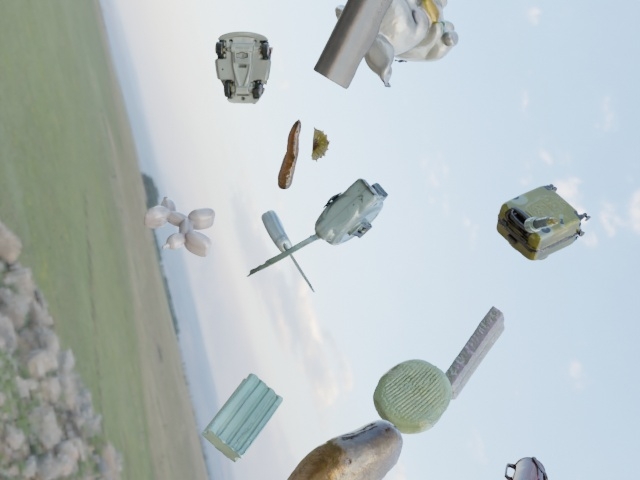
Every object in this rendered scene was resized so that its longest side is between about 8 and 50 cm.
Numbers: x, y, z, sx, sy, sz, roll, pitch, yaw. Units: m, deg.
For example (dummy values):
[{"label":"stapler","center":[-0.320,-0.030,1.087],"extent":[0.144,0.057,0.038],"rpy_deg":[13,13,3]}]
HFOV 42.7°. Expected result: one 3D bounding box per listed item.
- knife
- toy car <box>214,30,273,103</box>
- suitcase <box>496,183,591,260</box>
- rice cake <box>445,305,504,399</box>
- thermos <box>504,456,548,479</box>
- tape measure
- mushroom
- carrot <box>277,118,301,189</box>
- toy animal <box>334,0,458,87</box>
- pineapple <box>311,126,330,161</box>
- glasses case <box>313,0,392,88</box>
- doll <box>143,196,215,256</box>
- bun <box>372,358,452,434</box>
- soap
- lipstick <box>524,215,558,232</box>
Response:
[{"label":"knife","center":[-0.069,0.037,1.937],"extent":[0.331,0.044,0.080],"rpy_deg":[57,-7,47]},{"label":"toy car","center":[-0.148,-0.344,1.636],"extent":[0.112,0.112,0.139],"rpy_deg":[-60,152,-78]},{"label":"suitcase","center":[0.667,-0.048,2.490],"extent":[0.194,0.235,0.143],"rpy_deg":[51,-27,36]},{"label":"rice cake","center":[0.455,0.339,2.436],"extent":[0.050,0.298,0.106],"rpy_deg":[27,-23,31]},{"label":"thermos","center":[0.577,0.673,2.298],"extent":[0.232,0.124,0.099],"rpy_deg":[-32,135,-67]},{"label":"tape measure","center":[0.000,0.001,1.679],"extent":[0.084,0.330,0.164],"rpy_deg":[54,18,18]},{"label":"mushroom","center":[0.042,0.321,1.184],"extent":[0.072,0.210,0.094],"rpy_deg":[34,-47,48]},{"label":"carrot","center":[-0.065,-0.188,1.805],"extent":[0.035,0.036,0.165],"rpy_deg":[-122,-137,-60]},{"label":"toy animal","center":[0.149,-0.417,1.604],"extent":[0.154,0.325,0.208],"rpy_deg":[-24,-75,45]},{"label":"pineapple","center":[0.000,-0.232,1.991],"extent":[0.019,0.045,0.083],"rpy_deg":[-78,176,-74]},{"label":"glasses case","center":[0.061,-0.361,1.413],"extent":[0.190,0.072,0.042],"rpy_deg":[-62,-154,13]},{"label":"doll","center":[-0.324,-0.037,1.875],"extent":[0.059,0.160,0.161],"rpy_deg":[109,-15,-46]},{"label":"bun","center":[0.249,0.433,2.236],"extent":[0.108,0.221,0.221],"rpy_deg":[85,-14,-50]},{"label":"soap","center":[-0.192,0.437,2.030],"extent":[0.114,0.198,0.063],"rpy_deg":[43,-40,-3]},{"label":"lipstick","center":[0.519,-0.042,1.914],"extent":[0.116,0.037,0.037],"rpy_deg":[158,-82,-75]}]
